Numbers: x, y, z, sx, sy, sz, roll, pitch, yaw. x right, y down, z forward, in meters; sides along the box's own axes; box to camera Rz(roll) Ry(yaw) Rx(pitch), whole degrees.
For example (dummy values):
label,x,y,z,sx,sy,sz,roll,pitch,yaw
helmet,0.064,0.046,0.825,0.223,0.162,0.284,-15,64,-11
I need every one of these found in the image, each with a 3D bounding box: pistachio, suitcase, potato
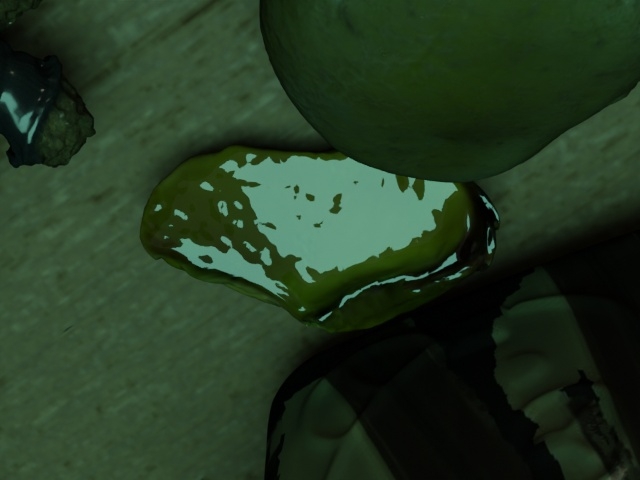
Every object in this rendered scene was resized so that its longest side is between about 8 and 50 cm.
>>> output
label,x,y,z,sx,sy,sz,roll,pitch,yaw
pistachio,0.000,0.000,0.879,0.172,0.049,0.090,2,88,1
suitcase,0.084,0.176,0.798,0.339,0.351,0.194,-22,119,14
potato,0.069,-0.116,0.764,0.178,0.160,0.235,23,140,-4

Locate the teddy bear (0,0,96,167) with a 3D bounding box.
label,x,y,z,sx,sy,sz,roll,pitch,yaw
teddy bear,-0.194,-0.067,0.808,0.182,0.129,0.251,24,112,-12
